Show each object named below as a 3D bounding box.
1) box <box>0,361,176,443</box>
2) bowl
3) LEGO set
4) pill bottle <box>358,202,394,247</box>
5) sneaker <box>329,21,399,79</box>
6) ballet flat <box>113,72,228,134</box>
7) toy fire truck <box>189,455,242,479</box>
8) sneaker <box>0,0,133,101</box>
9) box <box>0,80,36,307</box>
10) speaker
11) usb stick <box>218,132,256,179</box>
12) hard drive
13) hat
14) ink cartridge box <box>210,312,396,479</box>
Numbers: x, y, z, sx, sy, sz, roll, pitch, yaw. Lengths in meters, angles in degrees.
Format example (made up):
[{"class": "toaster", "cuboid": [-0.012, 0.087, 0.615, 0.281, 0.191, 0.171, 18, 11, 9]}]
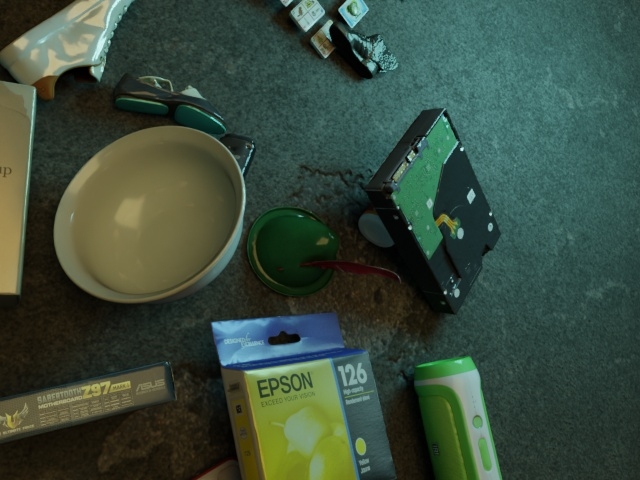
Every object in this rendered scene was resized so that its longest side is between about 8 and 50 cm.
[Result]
[{"class": "box", "cuboid": [-0.333, 0.222, 0.856, 0.232, 0.183, 0.059, -9, 80, -28]}, {"class": "bowl", "cuboid": [-0.242, -0.019, 0.967, 0.297, 0.134, 0.298, -5, 62, 9]}, {"class": "LEGO set", "cuboid": [0.008, -0.524, 1.335, 0.182, 0.060, 0.244, 48, 61, -22]}, {"class": "pill bottle", "cuboid": [0.146, -0.066, 1.240, 0.086, 0.086, 0.152, 44, 61, -10]}, {"class": "sneaker", "cuboid": [0.094, -0.410, 1.321, 0.170, 0.051, 0.089, 47, 67, -26]}, {"class": "ballet flat", "cuboid": [-0.255, -0.245, 1.095, 0.203, 0.074, 0.074, 12, 71, -22]}, {"class": "toy fire truck", "cuboid": [-0.187, 0.486, 0.890, 0.302, 0.169, 0.254, -23, 63, -31]}, {"class": "sneaker", "cuboid": [-0.387, -0.338, 1.048, 0.290, 0.105, 0.123, -50, 117, -26]}, {"class": "box", "cuboid": [-0.493, -0.067, 0.890, 0.147, 0.121, 0.311, 3, 75, -26]}, {"class": "speaker", "cuboid": [0.256, 0.371, 1.149, 0.131, 0.131, 0.297, -6, 78, -28]}, {"class": "usb stick", "cuboid": [-0.185, -0.063, 1.082, 0.077, 0.045, 0.278, 10, 65, 17]}, {"class": "hard drive", "cuboid": [0.230, -0.052, 1.219, 0.237, 0.064, 0.339, -54, 129, -28]}, {"class": "hat", "cuboid": [0.000, 0.000, 1.089, 0.208, 0.183, 0.173, 7, 72, -25]}, {"class": "ink cartridge box", "cuboid": [-0.016, 0.265, 1.005, 0.303, 0.072, 0.307, 3, 71, -49]}]
